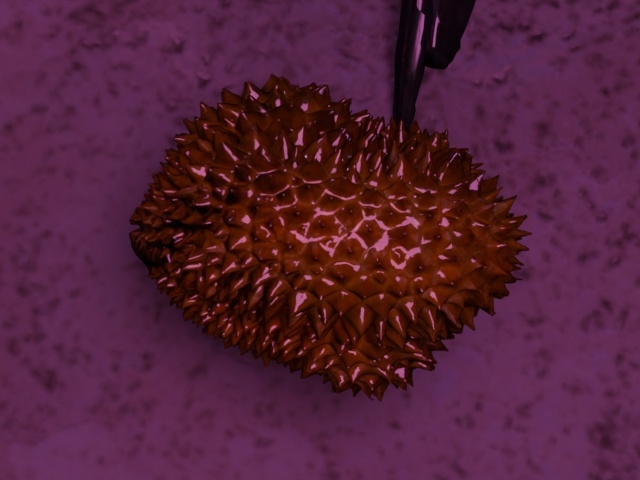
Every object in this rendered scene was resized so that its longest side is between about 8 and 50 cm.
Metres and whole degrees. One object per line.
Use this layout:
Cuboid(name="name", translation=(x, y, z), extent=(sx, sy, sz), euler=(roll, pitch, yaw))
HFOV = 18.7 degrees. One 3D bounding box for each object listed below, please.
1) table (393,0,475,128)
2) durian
Cuboid(name="table", translation=(0.016, -0.198, 0.812), extent=(0.317, 0.317, 0.249), euler=(18, 88, -7))
Cuboid(name="durian", translation=(0.000, 0.000, 0.856), extent=(0.168, 0.158, 0.137), euler=(12, 64, -6))
